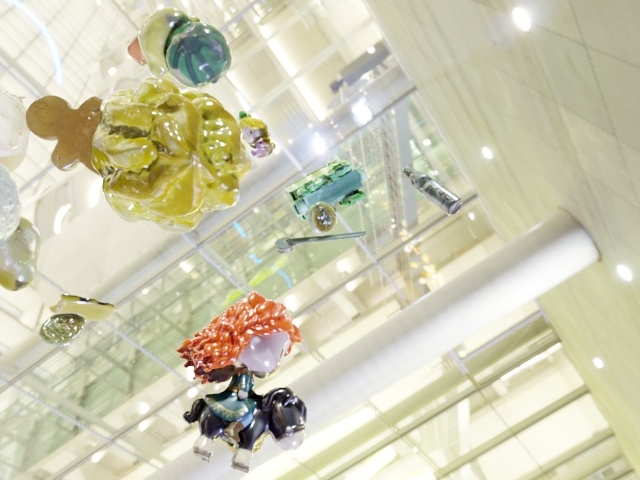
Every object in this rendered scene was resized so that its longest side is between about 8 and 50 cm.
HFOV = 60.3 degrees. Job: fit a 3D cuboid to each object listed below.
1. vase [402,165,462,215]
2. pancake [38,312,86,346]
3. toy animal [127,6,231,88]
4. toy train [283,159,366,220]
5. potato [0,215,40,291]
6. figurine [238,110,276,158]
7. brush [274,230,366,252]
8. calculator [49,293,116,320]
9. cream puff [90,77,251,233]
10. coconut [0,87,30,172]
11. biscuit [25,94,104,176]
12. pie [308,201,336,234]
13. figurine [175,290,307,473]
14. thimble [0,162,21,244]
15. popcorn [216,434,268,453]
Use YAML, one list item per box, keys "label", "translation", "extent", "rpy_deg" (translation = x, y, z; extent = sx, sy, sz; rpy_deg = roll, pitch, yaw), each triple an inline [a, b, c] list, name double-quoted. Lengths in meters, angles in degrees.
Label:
- label: "vase"
  translation: [0.314, -0.152, 1.584]
  extent: [0.211, 0.060, 0.060]
  rpy_deg: [45, -178, 34]
- label: "pancake"
  translation: [-0.604, 0.206, 1.287]
  extent: [0.108, 0.107, 0.017]
  rpy_deg: [-114, 23, -48]
- label: "toy animal"
  translation: [-0.412, -0.567, 1.598]
  extent: [0.338, 0.216, 0.191]
  rpy_deg: [32, 171, 27]
- label: "toy train"
  translation: [0.016, -0.148, 1.642]
  extent: [0.133, 0.243, 0.188]
  rpy_deg: [63, 172, -18]
- label: "potato"
  translation: [-0.829, 0.038, 1.487]
  extent: [0.157, 0.157, 0.194]
  rpy_deg: [-16, -93, -80]
- label: "figurine"
  translation: [-0.200, -0.341, 1.752]
  extent: [0.156, 0.094, 0.115]
  rpy_deg: [55, -153, 14]
- label: "brush"
  translation: [0.000, 0.000, 1.580]
  extent: [0.062, 0.265, 0.027]
  rpy_deg: [-90, -8, -58]
- label: "calculator"
  translation: [-0.917, 0.270, 2.152]
  extent: [0.236, 0.157, 0.033]
  rpy_deg: [19, -134, -39]
- label: "cream puff"
  translation: [-0.251, -0.169, 1.055]
  extent: [0.324, 0.257, 0.292]
  rpy_deg: [18, -106, -53]
- label: "coconut"
  translation: [-1.062, -0.323, 1.605]
  extent: [0.346, 0.360, 0.347]
  rpy_deg: [50, -149, -46]
- label: "biscuit"
  translation: [-0.548, -0.241, 1.299]
  extent: [0.301, 0.197, 0.049]
  rpy_deg: [27, 167, 0]
- label: "pie"
  translation: [0.006, -0.055, 1.351]
  extent: [0.084, 0.084, 0.021]
  rpy_deg: [51, 161, -23]
- label: "figurine"
  translation: [-0.176, 0.338, 1.320]
  extent: [0.241, 0.305, 0.412]
  rpy_deg: [81, 176, -63]
- label: "thimble"
  translation: [-0.847, -0.075, 1.223]
  extent: [0.292, 0.291, 0.195]
  rpy_deg: [53, -164, -16]
- label: "popcorn"
  translation: [-0.250, 0.566, 1.669]
  extent: [0.194, 0.140, 0.163]
  rpy_deg: [33, 147, -3]
